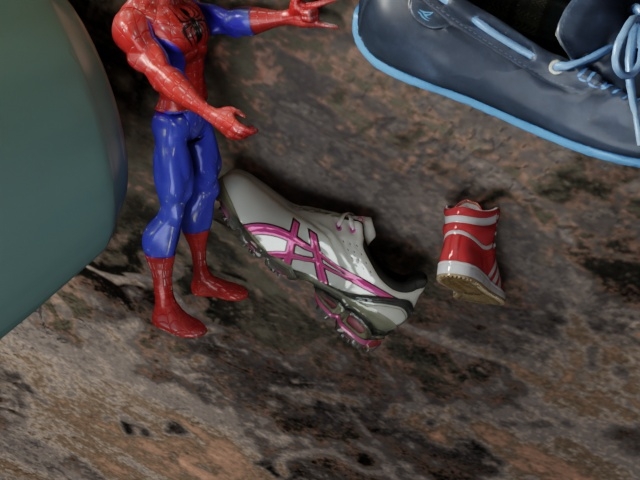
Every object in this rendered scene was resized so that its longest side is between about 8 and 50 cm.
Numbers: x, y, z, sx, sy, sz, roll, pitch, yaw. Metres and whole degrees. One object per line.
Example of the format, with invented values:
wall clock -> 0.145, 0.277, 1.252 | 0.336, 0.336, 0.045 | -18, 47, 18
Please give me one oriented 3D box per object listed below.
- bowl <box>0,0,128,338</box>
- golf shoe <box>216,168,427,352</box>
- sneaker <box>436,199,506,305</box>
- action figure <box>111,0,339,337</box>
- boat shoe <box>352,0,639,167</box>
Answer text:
bowl -> -0.243, -0.074, 0.697 | 0.311, 0.163, 0.311 | 42, 144, 41
golf shoe -> 0.000, 0.000, 0.805 | 0.186, 0.067, 0.086 | 41, 103, -9
sneaker -> 0.118, 0.010, 0.769 | 0.042, 0.067, 0.118 | 3, 167, 21
action figure -> -0.062, -0.068, 0.687 | 0.139, 0.091, 0.280 | 8, 119, 25
boat shoe -> 0.140, -0.109, 0.567 | 0.258, 0.109, 0.089 | 14, 137, 9
